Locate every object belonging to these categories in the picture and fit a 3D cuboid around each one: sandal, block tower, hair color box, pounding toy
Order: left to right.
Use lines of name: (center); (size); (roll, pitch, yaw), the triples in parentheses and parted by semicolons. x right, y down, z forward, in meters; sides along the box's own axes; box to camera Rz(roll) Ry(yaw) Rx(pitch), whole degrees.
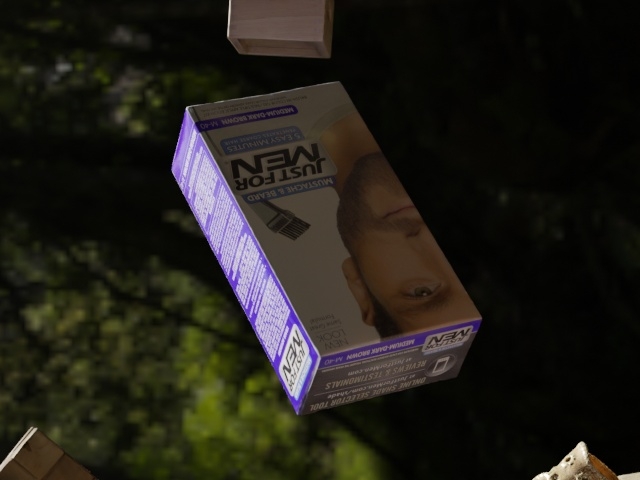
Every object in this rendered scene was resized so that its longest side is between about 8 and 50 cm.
block tower: (-0.232, 0.218, 1.659); (0.097, 0.335, 0.091); (41, -99, -4)
pounding toy: (-0.052, -0.271, 2.328); (0.141, 0.130, 0.100); (43, -129, -83)
hair color box: (0.000, 0.000, 2.014); (0.185, 0.339, 0.110); (-12, -35, -26)
sandal: (0.300, 0.254, 2.168); (0.088, 0.240, 0.079); (-110, 13, -75)
